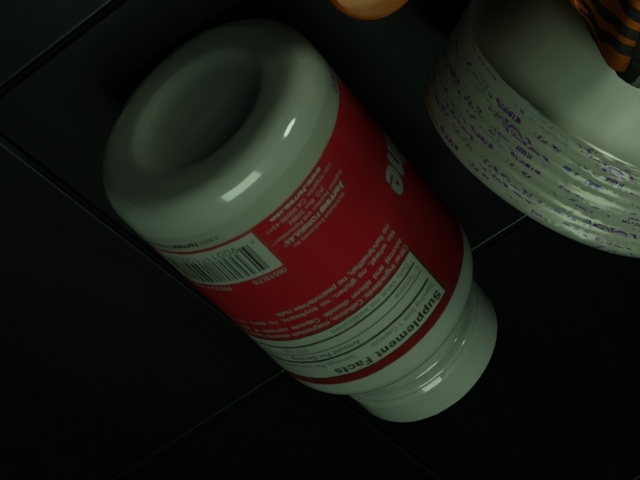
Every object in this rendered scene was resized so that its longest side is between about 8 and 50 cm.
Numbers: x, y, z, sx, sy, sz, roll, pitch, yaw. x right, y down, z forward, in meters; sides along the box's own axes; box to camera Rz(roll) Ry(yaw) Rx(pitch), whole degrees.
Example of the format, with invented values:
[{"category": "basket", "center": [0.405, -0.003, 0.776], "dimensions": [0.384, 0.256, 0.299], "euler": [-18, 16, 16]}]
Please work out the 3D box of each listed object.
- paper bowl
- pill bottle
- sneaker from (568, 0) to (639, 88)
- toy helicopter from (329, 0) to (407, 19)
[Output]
[{"category": "paper bowl", "center": [0.246, -0.128, 1.364], "dimensions": [0.284, 0.284, 0.148], "euler": [15, 126, -24]}, {"category": "pill bottle", "center": [0.000, 0.000, 1.468], "dimensions": [0.229, 0.229, 0.408], "euler": [-30, 132, 16]}, {"category": "sneaker", "center": [0.186, -0.222, 1.212], "dimensions": [0.180, 0.321, 0.125], "euler": [18, 113, -6]}, {"category": "toy helicopter", "center": [0.037, -0.369, 1.230], "dimensions": [0.235, 0.140, 0.355], "euler": [29, 111, -22]}]
